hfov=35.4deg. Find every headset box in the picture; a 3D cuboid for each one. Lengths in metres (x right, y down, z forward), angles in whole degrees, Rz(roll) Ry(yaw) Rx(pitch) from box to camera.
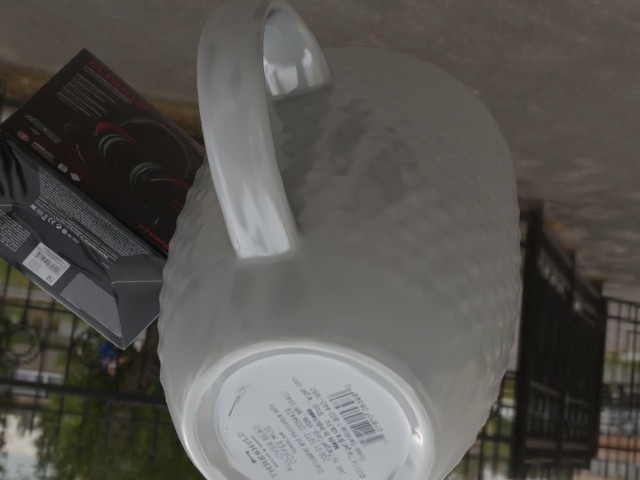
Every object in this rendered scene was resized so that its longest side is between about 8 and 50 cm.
[{"bbox_3d":[-0.217,-0.059,1.016,0.218,0.110,0.293,41,-158,-13],"label":"headset box"}]

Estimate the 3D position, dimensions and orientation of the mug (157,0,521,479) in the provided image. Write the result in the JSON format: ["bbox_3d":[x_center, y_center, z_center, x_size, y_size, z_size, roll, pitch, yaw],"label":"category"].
[{"bbox_3d":[0.000,0.000,0.742,0.276,0.374,0.328,-11,-150,16],"label":"mug"}]
